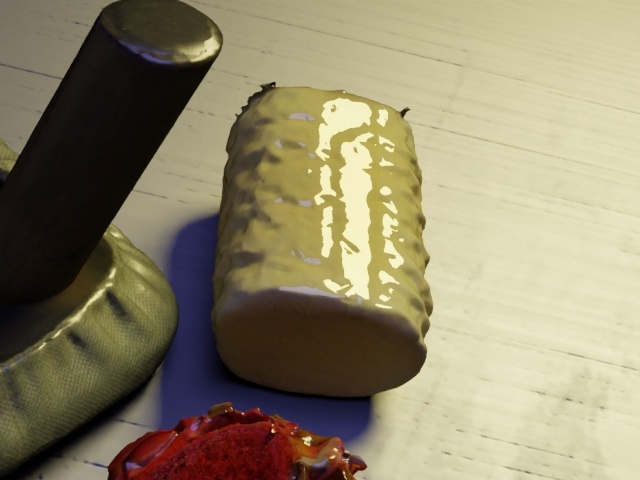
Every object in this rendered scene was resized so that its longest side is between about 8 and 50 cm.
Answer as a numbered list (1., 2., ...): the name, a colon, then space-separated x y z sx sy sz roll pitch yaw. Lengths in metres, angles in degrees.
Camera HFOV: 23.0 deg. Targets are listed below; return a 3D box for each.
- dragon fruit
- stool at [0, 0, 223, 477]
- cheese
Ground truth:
1. dragon fruit: -0.013 0.156 0.722 0.208 0.150 0.133 31 76 7
2. stool: -0.239 -0.043 0.770 0.310 0.226 0.310 37 41 21
3. cheese: 0.000 0.000 0.896 0.123 0.094 0.167 13 49 -15
